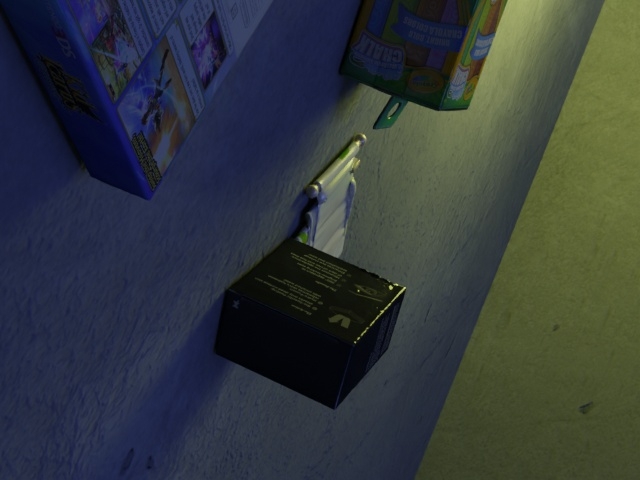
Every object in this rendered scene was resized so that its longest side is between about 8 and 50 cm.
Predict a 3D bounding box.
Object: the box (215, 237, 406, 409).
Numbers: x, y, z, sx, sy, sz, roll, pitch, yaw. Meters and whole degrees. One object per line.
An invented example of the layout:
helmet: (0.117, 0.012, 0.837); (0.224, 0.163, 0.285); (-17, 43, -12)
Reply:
box: (-0.010, 0.090, 1.435); (0.158, 0.156, 0.093); (-40, 149, -57)

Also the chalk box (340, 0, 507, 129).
chalk box: (0.117, -0.225, 1.468); (0.132, 0.132, 0.213); (-21, 131, -67)

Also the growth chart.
growth chart: (0.000, 0.000, 1.587); (0.172, 0.021, 0.237); (-44, 152, -52)

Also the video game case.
video game case: (-0.115, -0.197, 0.905); (0.244, 0.061, 0.269); (-62, 162, -22)
